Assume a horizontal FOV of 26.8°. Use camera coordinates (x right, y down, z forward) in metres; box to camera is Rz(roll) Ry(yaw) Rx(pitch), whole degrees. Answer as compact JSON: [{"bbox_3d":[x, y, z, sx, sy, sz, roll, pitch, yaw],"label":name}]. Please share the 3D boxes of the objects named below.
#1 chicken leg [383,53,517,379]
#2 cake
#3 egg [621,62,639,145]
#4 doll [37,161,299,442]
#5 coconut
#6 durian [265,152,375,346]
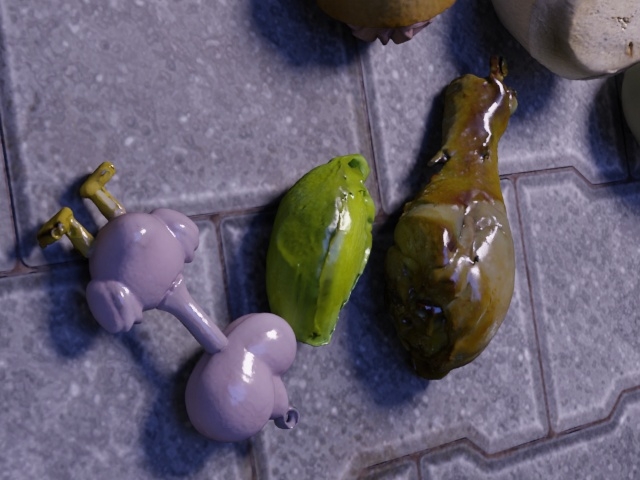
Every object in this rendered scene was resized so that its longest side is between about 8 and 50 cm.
[{"bbox_3d":[0.180,-0.042,1.704,0.201,0.152,0.429,38,56,-43],"label":"chicken leg"},{"bbox_3d":[0.089,-0.325,1.634,0.208,0.185,0.178,-62,156,-27],"label":"cake"},{"bbox_3d":[0.555,-0.209,1.953,0.269,0.219,0.219,13,77,-37],"label":"egg"},{"bbox_3d":[-0.141,0.083,1.452,0.365,0.094,0.160,51,55,-22],"label":"doll"},{"bbox_3d":[0.348,-0.352,1.803,0.237,0.237,0.266,23,30,-35],"label":"coconut"},{"bbox_3d":[0.000,0.000,1.573,0.139,0.101,0.250,50,50,-66],"label":"durian"}]
